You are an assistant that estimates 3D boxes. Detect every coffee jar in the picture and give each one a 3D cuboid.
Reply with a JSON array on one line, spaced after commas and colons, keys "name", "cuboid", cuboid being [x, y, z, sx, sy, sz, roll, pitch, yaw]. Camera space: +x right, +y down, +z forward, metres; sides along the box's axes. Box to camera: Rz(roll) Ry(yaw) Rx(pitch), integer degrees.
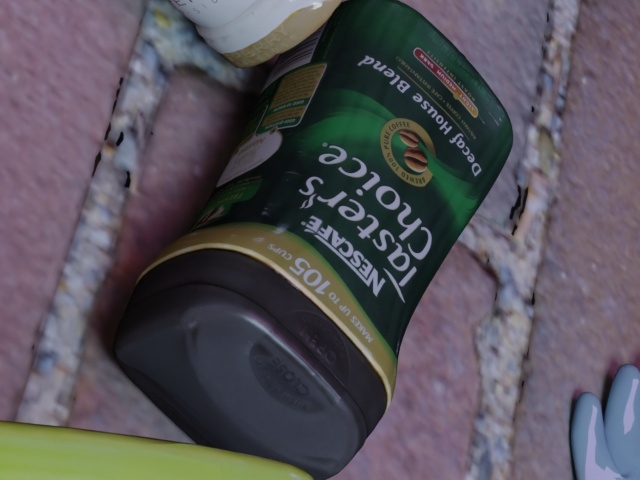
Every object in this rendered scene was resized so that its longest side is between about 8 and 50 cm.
[{"name": "coffee jar", "cuboid": [0.000, 0.000, 0.724, 0.096, 0.079, 0.184, 45, 48, -19]}]

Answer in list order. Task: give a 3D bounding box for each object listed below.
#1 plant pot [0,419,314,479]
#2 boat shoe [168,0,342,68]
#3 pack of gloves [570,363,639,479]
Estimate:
[{"name": "plant pot", "cuboid": [-0.133, 0.172, 0.431, 0.228, 0.207, 0.227, 10, 65, -40]}, {"name": "boat shoe", "cuboid": [-0.009, -0.202, 0.791, 0.096, 0.098, 0.277, 37, 52, -27]}, {"name": "pack of gloves", "cuboid": [0.184, 0.172, 0.863, 0.195, 0.046, 0.232, 15, 61, -24]}]
